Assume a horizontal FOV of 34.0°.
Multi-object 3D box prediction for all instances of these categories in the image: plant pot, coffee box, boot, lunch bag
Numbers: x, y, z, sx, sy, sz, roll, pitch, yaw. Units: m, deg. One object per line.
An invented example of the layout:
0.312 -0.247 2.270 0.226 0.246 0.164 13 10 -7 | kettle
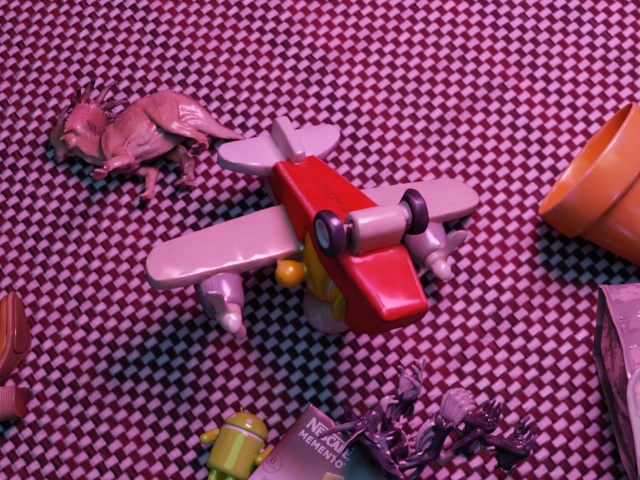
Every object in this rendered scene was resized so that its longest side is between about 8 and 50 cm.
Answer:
0.444 -0.057 1.468 0.188 0.205 0.205 39 76 1 | plant pot
0.041 0.352 1.385 0.246 0.098 0.141 38 76 17 | coffee box
-0.505 0.172 1.515 0.152 0.073 0.197 -6 66 7 | boot
0.488 0.187 1.325 0.235 0.169 0.287 -5 39 3 | lunch bag

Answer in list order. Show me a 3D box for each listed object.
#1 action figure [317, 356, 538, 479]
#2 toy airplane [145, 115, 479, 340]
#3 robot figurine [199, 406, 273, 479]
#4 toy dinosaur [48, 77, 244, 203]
0.136 0.230 1.347 0.275 0.164 0.141 8 106 -32 | action figure
0.000 0.000 1.464 0.386 0.272 0.384 9 32 17 | toy airplane
-0.114 0.288 1.439 0.101 0.067 0.115 16 71 23 | robot figurine
-0.275 -0.175 1.604 0.295 0.127 0.200 -18 62 -8 | toy dinosaur
